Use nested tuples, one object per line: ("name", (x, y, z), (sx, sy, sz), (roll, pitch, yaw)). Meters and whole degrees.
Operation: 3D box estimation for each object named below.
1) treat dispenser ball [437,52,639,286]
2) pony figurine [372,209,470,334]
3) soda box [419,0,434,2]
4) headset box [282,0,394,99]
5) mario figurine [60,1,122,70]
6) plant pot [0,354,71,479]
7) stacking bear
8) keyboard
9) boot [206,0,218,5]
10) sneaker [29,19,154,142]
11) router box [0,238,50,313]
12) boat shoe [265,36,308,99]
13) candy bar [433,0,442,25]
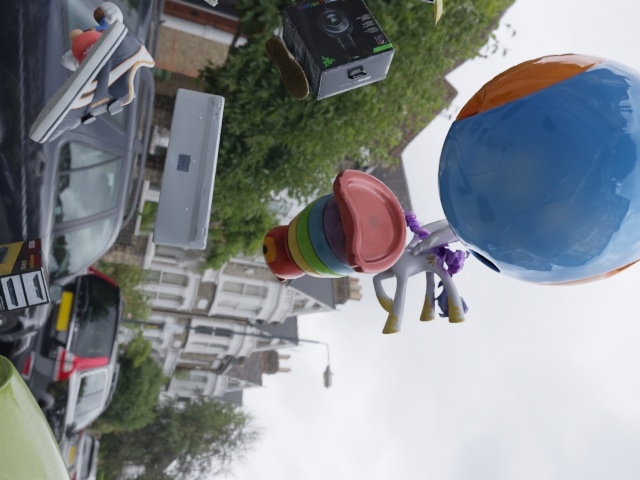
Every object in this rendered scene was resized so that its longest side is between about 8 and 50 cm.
("treat dispenser ball", (0.296, -0.085, 0.652), (0.288, 0.288, 0.288), (-170, -90, -71))
("pony figurine", (0.288, 0.045, 1.396), (0.303, 0.351, 0.363), (-137, -142, -89))
("soda box", (0.077, -0.347, 0.662), (0.169, 0.053, 0.060), (34, -60, 43))
("headset box", (0.053, -0.593, 1.568), (0.283, 0.246, 0.131), (64, -16, 18))
("mario figurine", (-0.601, -0.532, 1.345), (0.320, 0.170, 0.198), (-122, -148, -50))
("plant pot", (-0.475, 0.308, 0.687), (0.275, 0.275, 0.293), (-127, -139, -65))
("stacking bear", (0.000, 0.000, 0.960), (0.289, 0.164, 0.175), (-19, -102, 43))
("keyboard", (-0.189, -0.111, 0.748), (0.014, 0.072, 0.256), (115, -21, -66))
("boot", (-0.258, -0.711, 1.258), (0.208, 0.189, 0.076), (-42, -126, 10))
("sneaker", (-0.502, -0.322, 1.144), (0.321, 0.127, 0.126), (-49, -141, 2))
("router box", (-0.707, 0.082, 1.072), (0.309, 0.243, 0.081), (21, -60, 59))
("boat shoe", (-0.070, -0.396, 1.183), (0.056, 0.152, 0.049), (-27, -173, 17))
("candy bar", (0.329, -0.677, 1.443), (0.040, 0.018, 0.161), (-61, 157, -12))
